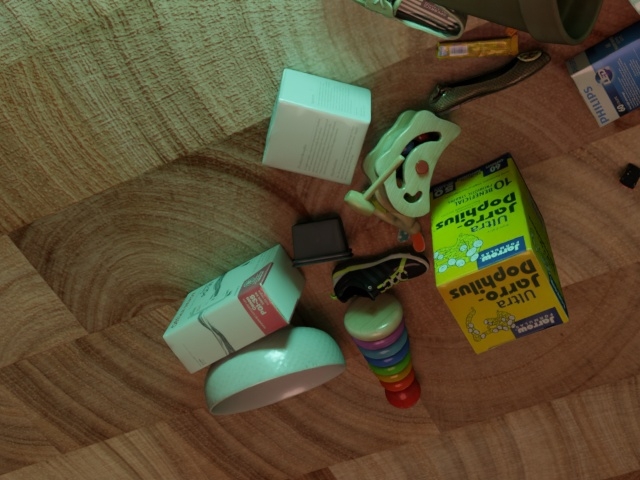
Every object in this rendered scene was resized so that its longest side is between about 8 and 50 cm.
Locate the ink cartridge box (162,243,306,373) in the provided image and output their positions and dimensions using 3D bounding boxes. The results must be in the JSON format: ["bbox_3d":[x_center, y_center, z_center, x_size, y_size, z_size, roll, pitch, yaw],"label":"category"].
[{"bbox_3d":[-0.192,0.154,2.008,0.283,0.207,0.117,-28,108,21],"label":"ink cartridge box"}]

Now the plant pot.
[{"bbox_3d":[0.305,-0.491,1.479,0.280,0.323,0.323,9,130,31],"label":"plant pot"}]

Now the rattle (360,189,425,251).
[{"bbox_3d":[0.185,-0.083,1.931,0.199,0.143,0.130,33,155,-34],"label":"rattle"}]

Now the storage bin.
[{"bbox_3d":[0.000,0.000,1.973,0.135,0.098,0.091,-8,96,11],"label":"storage bin"}]

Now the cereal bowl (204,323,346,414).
[{"bbox_3d":[-0.117,0.286,2.084,0.338,0.141,0.339,-18,164,-5],"label":"cereal bowl"}]

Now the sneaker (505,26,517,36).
[{"bbox_3d":[0.380,-0.461,1.645,0.067,0.064,0.175,27,117,5],"label":"sneaker"}]

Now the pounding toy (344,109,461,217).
[{"bbox_3d":[0.183,-0.130,1.750,0.154,0.155,0.269,42,83,-21],"label":"pounding toy"}]

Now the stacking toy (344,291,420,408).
[{"bbox_3d":[0.169,0.278,2.133,0.141,0.141,0.330,-14,129,13],"label":"stacking toy"}]

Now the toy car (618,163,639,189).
[{"bbox_3d":[0.678,-0.117,1.854,0.122,0.060,0.040,15,156,2],"label":"toy car"}]

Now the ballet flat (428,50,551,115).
[{"bbox_3d":[0.324,-0.315,1.736,0.249,0.084,0.058,-21,105,23],"label":"ballet flat"}]

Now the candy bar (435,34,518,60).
[{"bbox_3d":[0.302,-0.373,1.728,0.161,0.018,0.040,-3,121,7],"label":"candy bar"}]

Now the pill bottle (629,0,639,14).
[{"bbox_3d":[0.653,-0.494,1.539,0.264,0.146,0.146,-38,114,26],"label":"pill bottle"}]

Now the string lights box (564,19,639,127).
[{"bbox_3d":[0.615,-0.340,1.690,0.259,0.077,0.133,-27,118,21],"label":"string lights box"}]

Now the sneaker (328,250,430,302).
[{"bbox_3d":[0.134,0.095,2.006,0.234,0.097,0.084,-12,143,17],"label":"sneaker"}]

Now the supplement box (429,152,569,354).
[{"bbox_3d":[0.348,0.019,1.789,0.194,0.357,0.195,-24,120,19],"label":"supplement box"}]

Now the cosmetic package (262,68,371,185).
[{"bbox_3d":[-0.007,-0.226,1.772,0.183,0.151,0.151,14,124,-6],"label":"cosmetic package"}]

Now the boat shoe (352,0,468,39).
[{"bbox_3d":[0.137,-0.458,1.635,0.302,0.094,0.109,18,124,-8],"label":"boat shoe"}]
